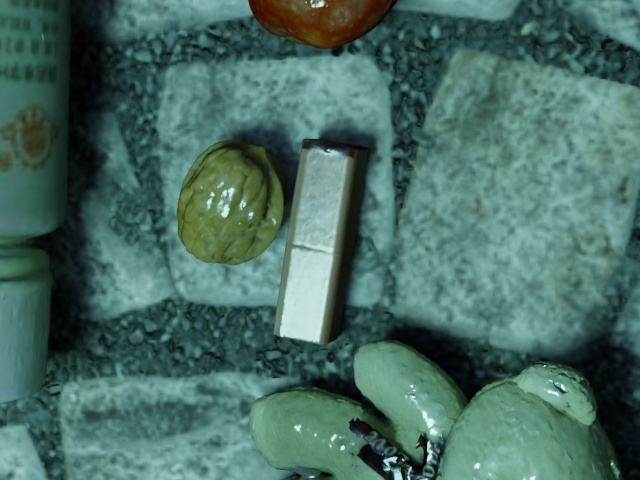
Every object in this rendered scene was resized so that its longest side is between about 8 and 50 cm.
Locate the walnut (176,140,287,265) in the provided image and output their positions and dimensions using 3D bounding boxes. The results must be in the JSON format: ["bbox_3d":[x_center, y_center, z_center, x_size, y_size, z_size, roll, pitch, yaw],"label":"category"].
[{"bbox_3d":[-0.063,-0.028,1.065,0.082,0.079,0.096,34,109,14],"label":"walnut"}]

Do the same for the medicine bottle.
[{"bbox_3d":[-0.292,-0.084,1.052,0.219,0.219,0.388,4,95,15],"label":"medicine bottle"}]

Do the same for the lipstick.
[{"bbox_3d":[0.000,0.000,1.066,0.045,0.045,0.145,10,96,12],"label":"lipstick"}]

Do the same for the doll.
[{"bbox_3d":[0.068,0.177,1.021,0.278,0.149,0.175,-4,126,28],"label":"doll"}]

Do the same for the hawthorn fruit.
[{"bbox_3d":[0.004,-0.191,1.016,0.128,0.128,0.128,1,94,15],"label":"hawthorn fruit"}]
